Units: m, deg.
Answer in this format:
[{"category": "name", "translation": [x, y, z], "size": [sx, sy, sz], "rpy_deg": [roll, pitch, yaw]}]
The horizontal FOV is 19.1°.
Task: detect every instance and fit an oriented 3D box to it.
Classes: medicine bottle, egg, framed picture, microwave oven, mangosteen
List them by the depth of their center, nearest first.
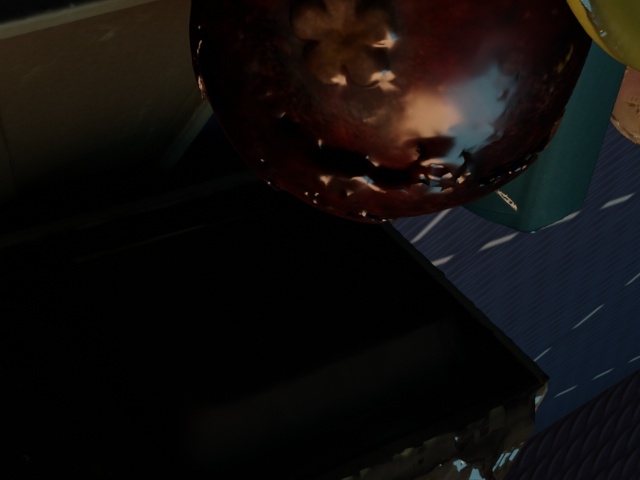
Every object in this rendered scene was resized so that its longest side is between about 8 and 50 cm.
[{"category": "mangosteen", "translation": [0.038, -0.093, 0.746], "size": [0.166, 0.166, 0.180], "rpy_deg": [-43, 171, 35]}, {"category": "framed picture", "translation": [-0.152, -0.018, 0.854], "size": [0.240, 0.020, 0.324], "rpy_deg": [-20, 161, -39]}, {"category": "microwave oven", "translation": [-0.092, 0.144, 0.929], "size": [0.355, 0.218, 0.286], "rpy_deg": [-16, 144, -48]}, {"category": "medicine bottle", "translation": [0.102, -0.107, 0.959], "size": [0.079, 0.124, 0.258], "rpy_deg": [-23, 151, -22]}, {"category": "egg", "translation": [0.235, -0.103, 1.266], "size": [0.096, 0.080, 0.080], "rpy_deg": [-19, 160, -46]}]

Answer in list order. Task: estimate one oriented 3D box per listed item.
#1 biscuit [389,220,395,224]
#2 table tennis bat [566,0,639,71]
[{"category": "biscuit", "translation": [0.000, 0.000, 1.217], "size": [0.175, 0.026, 0.124], "rpy_deg": [-40, 163, 24]}, {"category": "table tennis bat", "translation": [0.105, -0.165, 0.654], "size": [0.368, 0.054, 0.224], "rpy_deg": [-9, 110, -50]}]
